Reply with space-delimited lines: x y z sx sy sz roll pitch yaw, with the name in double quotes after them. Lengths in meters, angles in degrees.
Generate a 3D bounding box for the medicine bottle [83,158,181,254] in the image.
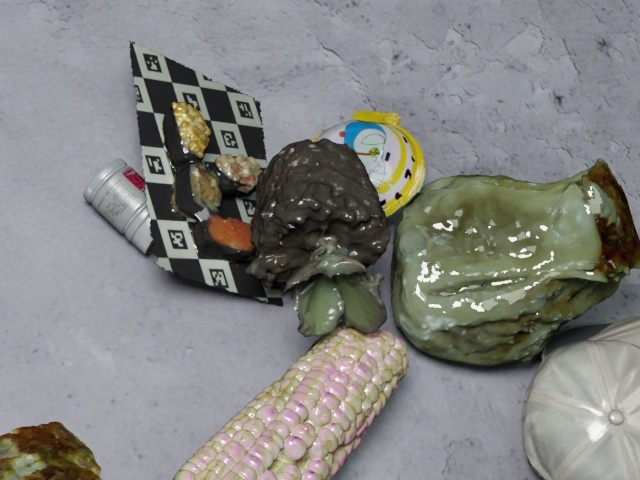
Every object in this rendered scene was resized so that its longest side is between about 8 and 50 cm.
-0.195 -0.035 1.445 0.091 0.058 0.058 43 53 6 "medicine bottle"

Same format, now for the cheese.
0.031 -0.047 1.535 0.157 0.064 0.250 7 60 22 "cheese"

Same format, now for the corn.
-0.028 0.193 1.335 0.127 0.126 0.335 41 52 5 "corn"

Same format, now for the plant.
0.000 0.000 1.400 0.142 0.131 0.203 24 35 -25 "plant"

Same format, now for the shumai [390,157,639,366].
0.201 0.003 1.497 0.261 0.222 0.225 -14 66 -26 "shumai"

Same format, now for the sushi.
-0.108 -0.079 1.474 0.193 0.043 0.279 21 50 -40 "sushi"

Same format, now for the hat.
0.341 0.177 1.490 0.275 0.161 0.232 -28 78 -38 "hat"

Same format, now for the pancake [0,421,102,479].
-0.316 0.261 1.090 0.305 0.066 0.426 2 21 -6 "pancake"
